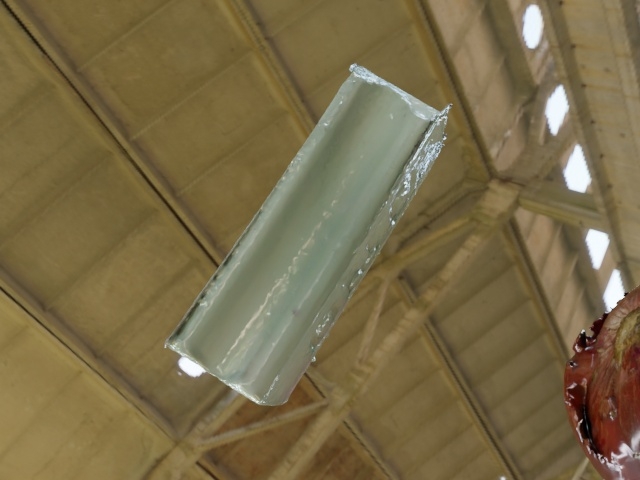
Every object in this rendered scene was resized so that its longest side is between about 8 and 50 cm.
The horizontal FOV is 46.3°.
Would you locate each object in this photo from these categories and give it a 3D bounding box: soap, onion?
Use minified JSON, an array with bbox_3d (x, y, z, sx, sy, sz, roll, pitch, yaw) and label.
[{"bbox_3d":[0.000,0.000,0.583,0.261,0.094,0.150,-56,-5,-8],"label":"soap"},{"bbox_3d":[0.373,0.148,0.699,0.276,0.276,0.276,-16,-64,-36],"label":"onion"}]
